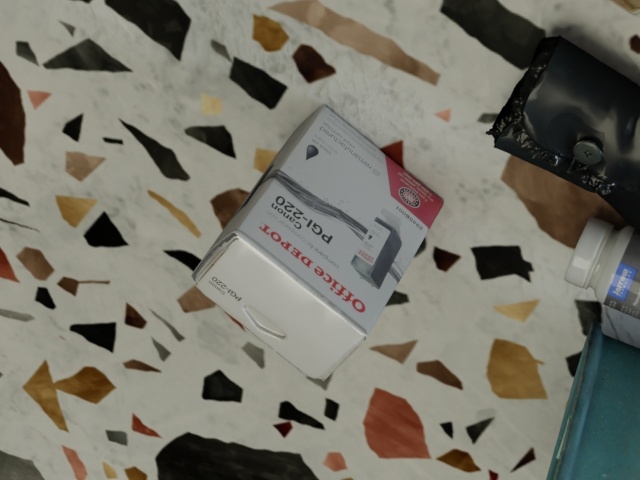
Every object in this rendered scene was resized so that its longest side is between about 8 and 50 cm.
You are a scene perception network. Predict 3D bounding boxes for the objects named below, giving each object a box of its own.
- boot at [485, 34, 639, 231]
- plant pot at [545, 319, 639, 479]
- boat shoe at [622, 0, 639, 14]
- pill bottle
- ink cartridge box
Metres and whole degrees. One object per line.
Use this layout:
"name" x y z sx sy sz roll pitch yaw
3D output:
"boot" 0.274 -0.108 1.668 0.207 0.094 0.246 33 142 -5
"plant pot" 0.367 0.278 1.806 0.334 0.341 0.341 14 133 7
"boat shoe" 0.271 -0.225 1.553 0.341 0.121 0.110 14 132 17
"pill bottle" 0.298 0.033 1.788 0.137 0.078 0.078 23 134 10
"ink cartridge box" 0.000 0.000 1.825 0.158 0.218 0.092 38 135 -6
